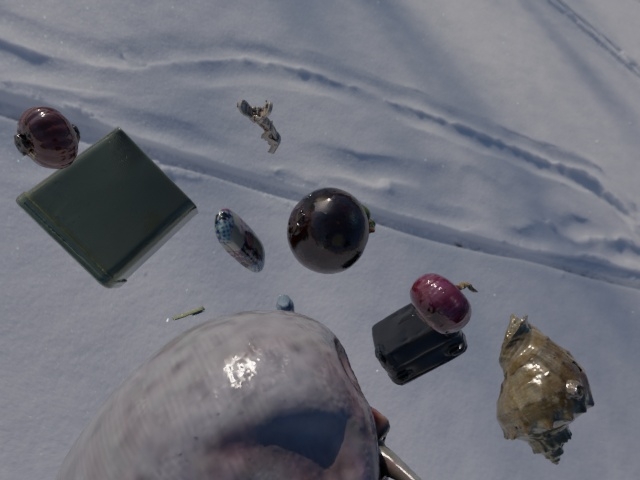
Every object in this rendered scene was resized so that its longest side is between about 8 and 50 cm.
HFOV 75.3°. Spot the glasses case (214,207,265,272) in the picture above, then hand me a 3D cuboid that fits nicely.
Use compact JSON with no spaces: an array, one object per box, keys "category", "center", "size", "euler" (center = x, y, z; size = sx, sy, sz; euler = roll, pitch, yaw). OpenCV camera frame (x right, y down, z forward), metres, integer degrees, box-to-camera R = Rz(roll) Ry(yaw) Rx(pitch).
[{"category":"glasses case","center":[-0.271,0.006,1.433],"size":[0.076,0.327,0.125],"euler":[-9,62,14]}]

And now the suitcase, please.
[{"category":"suitcase","center":[0.383,0.383,1.679],"size":[0.188,0.345,0.339],"euler":[54,10,-14]}]

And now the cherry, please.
[{"category":"cherry","center":[-0.081,0.225,0.408],"size":[0.335,0.326,0.291],"euler":[4,35,-18]}]

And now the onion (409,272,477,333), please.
[{"category":"onion","center":[0.325,0.165,1.123],"size":[0.177,0.153,0.177],"euler":[23,13,-6]}]

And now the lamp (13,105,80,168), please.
[{"category":"lamp","center":[-0.438,-0.164,0.668],"size":[0.090,0.101,0.101],"euler":[-31,80,-44]}]

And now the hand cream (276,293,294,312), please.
[{"category":"hand cream","center":[-0.086,0.189,1.048],"size":[0.043,0.171,0.065],"euler":[12,56,8]}]

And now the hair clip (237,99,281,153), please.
[{"category":"hair clip","center":[-0.117,-0.255,0.956],"size":[0.072,0.226,0.034],"euler":[1,76,11]}]

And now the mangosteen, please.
[{"category":"mangosteen","center":[0.055,-0.026,1.467],"size":[0.359,0.306,0.306],"euler":[16,58,-31]}]

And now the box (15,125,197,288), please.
[{"category":"box","center":[-0.611,-0.099,1.241],"size":[0.352,0.177,0.344],"euler":[46,76,-5]}]

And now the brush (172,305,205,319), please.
[{"category":"brush","center":[-0.336,0.188,1.058],"size":[0.083,0.013,0.016],"euler":[-16,33,-37]}]

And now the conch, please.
[{"category":"conch","center":[0.533,0.340,0.972],"size":[0.263,0.186,0.324],"euler":[10,82,-43]}]
